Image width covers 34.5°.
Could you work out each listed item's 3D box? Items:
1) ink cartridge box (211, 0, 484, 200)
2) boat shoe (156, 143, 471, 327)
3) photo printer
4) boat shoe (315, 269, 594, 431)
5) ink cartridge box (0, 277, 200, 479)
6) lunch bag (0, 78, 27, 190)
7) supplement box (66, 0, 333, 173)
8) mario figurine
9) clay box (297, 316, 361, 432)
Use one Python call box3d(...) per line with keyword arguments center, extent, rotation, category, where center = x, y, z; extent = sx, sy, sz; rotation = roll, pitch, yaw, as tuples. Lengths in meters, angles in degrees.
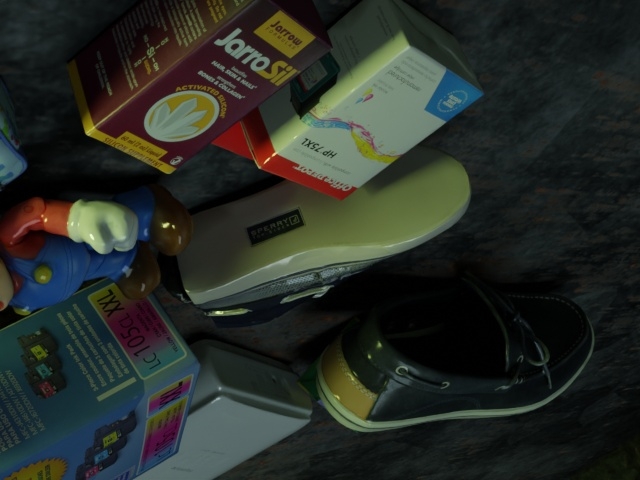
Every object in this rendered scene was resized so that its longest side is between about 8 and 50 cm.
box3d(center=(0.020, -0.118, 0.975), extent=(0.231, 0.078, 0.134), rotation=(-37, 148, 26), category="ink cartridge box")
box3d(center=(0.000, 0.000, 1.140), extent=(0.340, 0.127, 0.158), rotation=(-15, 158, 3), category="boat shoe")
box3d(center=(-0.199, 0.267, 1.449), extent=(0.307, 0.107, 0.256), rotation=(-32, 150, 18), category="photo printer")
box3d(center=(0.223, 0.141, 1.430), extent=(0.500, 0.187, 0.156), rotation=(-5, 141, -37), category="boat shoe")
box3d(center=(-0.346, 0.227, 1.130), extent=(0.395, 0.151, 0.270), rotation=(-26, 156, -27), category="ink cartridge box")
box3d(center=(-0.332, -0.100, 0.760), extent=(0.176, 0.090, 0.219), rotation=(-17, 150, -3), category="lunch bag")
box3d(center=(-0.099, -0.149, 0.838), extent=(0.188, 0.081, 0.104), rotation=(-34, 149, 21), category="supplement box")
box3d(center=(-0.265, 0.048, 0.932), extent=(0.320, 0.170, 0.198), rotation=(-13, 119, -42), category="mario figurine")
box3d(center=(0.057, 0.208, 1.537), extent=(0.127, 0.053, 0.222), rotation=(-48, 150, -4), category="clay box")
